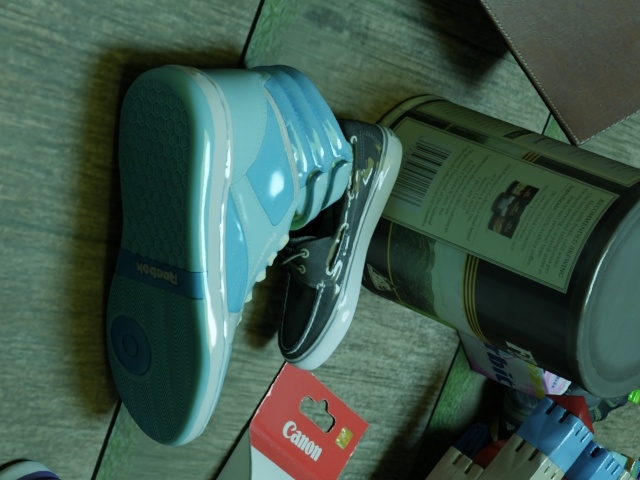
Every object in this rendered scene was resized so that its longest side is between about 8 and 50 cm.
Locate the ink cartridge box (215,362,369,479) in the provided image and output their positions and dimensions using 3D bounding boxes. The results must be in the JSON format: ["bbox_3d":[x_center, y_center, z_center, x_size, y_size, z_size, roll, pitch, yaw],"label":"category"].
[{"bbox_3d":[-0.030,0.245,1.732,0.224,0.056,0.181,-57,143,-10],"label":"ink cartridge box"}]

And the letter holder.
[{"bbox_3d":[0.245,-0.258,1.638,0.214,0.152,0.302,-28,143,12],"label":"letter holder"}]

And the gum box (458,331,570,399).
[{"bbox_3d":[0.195,0.081,1.876,0.062,0.107,0.188,-49,140,-23],"label":"gum box"}]

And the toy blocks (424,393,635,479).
[{"bbox_3d":[0.217,0.300,1.920,0.261,0.191,0.381,-51,141,-6],"label":"toy blocks"}]

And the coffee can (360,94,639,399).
[{"bbox_3d":[0.182,0.000,1.674,0.201,0.275,0.201,-27,129,-40],"label":"coffee can"}]

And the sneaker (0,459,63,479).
[{"bbox_3d":[-0.271,0.270,1.381,0.283,0.124,0.107,-35,133,-35],"label":"sneaker"}]

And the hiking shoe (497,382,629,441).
[{"bbox_3d":[0.261,0.192,2.052,0.227,0.086,0.114,-5,125,-50],"label":"hiking shoe"}]

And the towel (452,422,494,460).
[{"bbox_3d":[0.174,0.255,2.011,0.067,0.029,0.119,-50,140,-23],"label":"towel"}]

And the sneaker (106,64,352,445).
[{"bbox_3d":[-0.060,0.004,1.503,0.208,0.127,0.319,-17,122,-45],"label":"sneaker"}]

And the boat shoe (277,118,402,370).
[{"bbox_3d":[0.000,0.000,1.622,0.076,0.080,0.228,18,98,-36],"label":"boat shoe"}]

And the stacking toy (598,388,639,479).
[{"bbox_3d":[0.359,0.267,2.238,0.221,0.052,0.167,33,81,-52],"label":"stacking toy"}]
